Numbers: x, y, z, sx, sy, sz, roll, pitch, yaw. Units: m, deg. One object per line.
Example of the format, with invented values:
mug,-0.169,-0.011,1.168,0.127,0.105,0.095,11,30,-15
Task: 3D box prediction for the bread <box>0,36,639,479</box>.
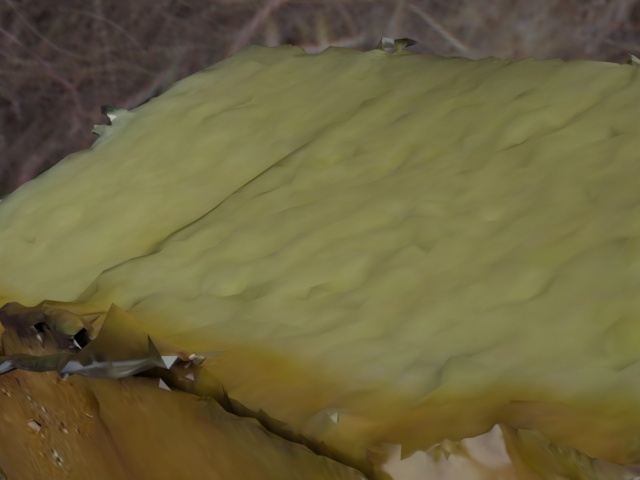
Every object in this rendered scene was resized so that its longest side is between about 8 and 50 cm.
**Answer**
bread,0.000,0.000,0.560,0.248,0.279,0.315,-32,160,-34
